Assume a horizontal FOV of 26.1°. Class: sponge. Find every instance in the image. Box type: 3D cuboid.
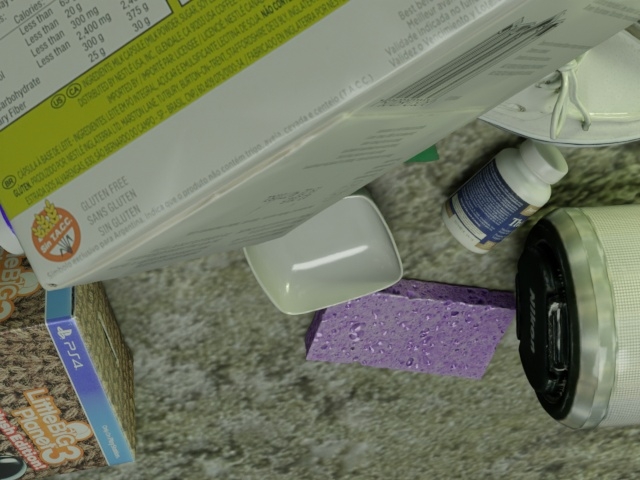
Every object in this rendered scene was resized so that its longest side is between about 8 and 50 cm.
[{"bbox_3d":[0.097,0.093,1.486,0.210,0.031,0.117,8,133,-17],"label":"sponge"}]

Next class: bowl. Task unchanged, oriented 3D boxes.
[{"bbox_3d":[0.000,0.000,1.362,0.142,0.053,0.142,-18,136,8],"label":"bowl"}]

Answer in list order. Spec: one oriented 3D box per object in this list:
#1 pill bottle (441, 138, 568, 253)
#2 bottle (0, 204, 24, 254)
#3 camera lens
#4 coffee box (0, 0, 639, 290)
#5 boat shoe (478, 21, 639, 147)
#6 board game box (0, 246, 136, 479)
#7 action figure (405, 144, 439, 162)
[{"bbox_3d":[0.179,-0.047,1.335,0.067,0.067,0.120,27,125,-31],"label":"pill bottle"},{"bbox_3d":[-0.167,-0.077,1.211,0.282,0.118,0.092,-26,134,17],"label":"bottle"},{"bbox_3d":[0.343,0.071,1.371,0.274,0.219,0.219,-3,135,-6],"label":"camera lens"},{"bbox_3d":[-0.035,-0.209,0.862,0.338,0.334,0.337,-31,174,21],"label":"coffee box"},{"bbox_3d":[0.168,-0.160,1.138,0.367,0.156,0.136,16,94,-19],"label":"boat shoe"},{"bbox_3d":[-0.351,0.124,1.363,0.291,0.141,0.232,-11,136,2],"label":"board game box"},{"bbox_3d":[-0.018,-0.086,1.265,0.232,0.063,0.137,-20,137,5],"label":"action figure"}]
